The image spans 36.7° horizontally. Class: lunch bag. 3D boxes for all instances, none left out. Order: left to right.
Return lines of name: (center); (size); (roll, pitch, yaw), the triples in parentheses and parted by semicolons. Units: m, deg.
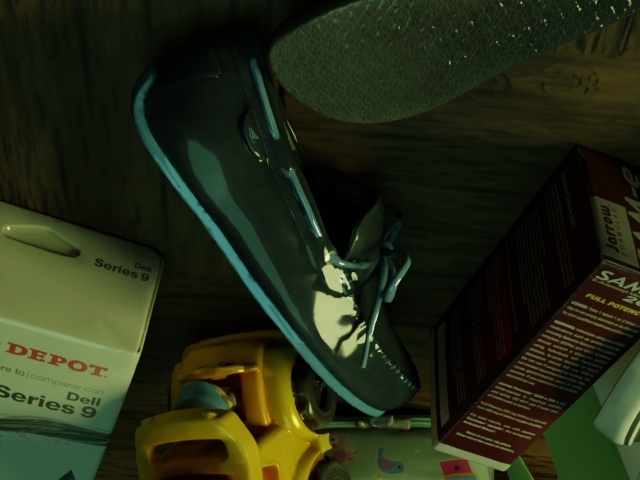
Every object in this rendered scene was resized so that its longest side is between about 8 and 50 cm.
lunch bag: (0.061, 0.285, 0.983); (0.224, 0.107, 0.279); (0, 132, 6)

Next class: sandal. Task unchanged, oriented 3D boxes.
sandal: (0.091, -0.146, 0.633); (0.255, 0.054, 0.097); (-16, 131, 4)

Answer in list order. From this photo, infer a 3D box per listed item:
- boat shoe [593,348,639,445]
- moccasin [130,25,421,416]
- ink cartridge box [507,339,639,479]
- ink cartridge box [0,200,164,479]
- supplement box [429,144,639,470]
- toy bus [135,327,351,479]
boat shoe: (0.324, 0.050, 0.680); (0.301, 0.102, 0.108); (-47, 158, 7)
moccasin: (0.000, 0.000, 0.711); (0.117, 0.137, 0.342); (-33, 123, 5)
ink cartridge box: (0.244, 0.143, 0.799); (0.235, 0.171, 0.056); (-27, 153, 25)
ink cartridge box: (-0.279, 0.116, 0.845); (0.211, 0.121, 0.289); (17, 131, -11)
supplement box: (0.171, 0.059, 0.755); (0.073, 0.130, 0.239); (20, 132, -13)
toy bus: (-0.085, 0.187, 0.788); (0.150, 0.220, 0.211); (-11, 173, 26)
